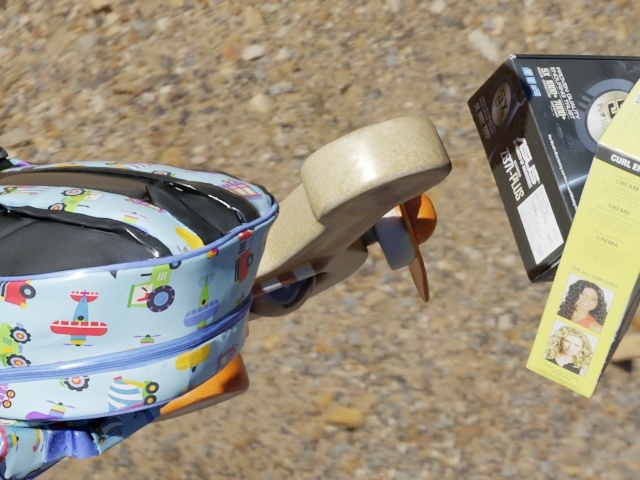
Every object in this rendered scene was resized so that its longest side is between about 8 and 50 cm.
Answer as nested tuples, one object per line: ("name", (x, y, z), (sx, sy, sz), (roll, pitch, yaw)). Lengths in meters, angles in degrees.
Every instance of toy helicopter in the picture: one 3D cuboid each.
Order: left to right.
("toy helicopter", (0.000, 0.000, 0.931), (0.235, 0.355, 0.140), (-13, 78, -24))

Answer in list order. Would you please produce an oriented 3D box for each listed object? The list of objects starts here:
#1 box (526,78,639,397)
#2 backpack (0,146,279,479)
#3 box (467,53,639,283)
("box", (0.209, 0.003, 1.021), (0.058, 0.232, 0.087), (25, 49, 16))
("backpack", (-0.103, 0.028, 0.579), (0.158, 0.173, 0.117), (-30, 117, -62))
("box", (0.226, -0.063, 1.217), (0.147, 0.077, 0.180), (-2, 64, -29))
